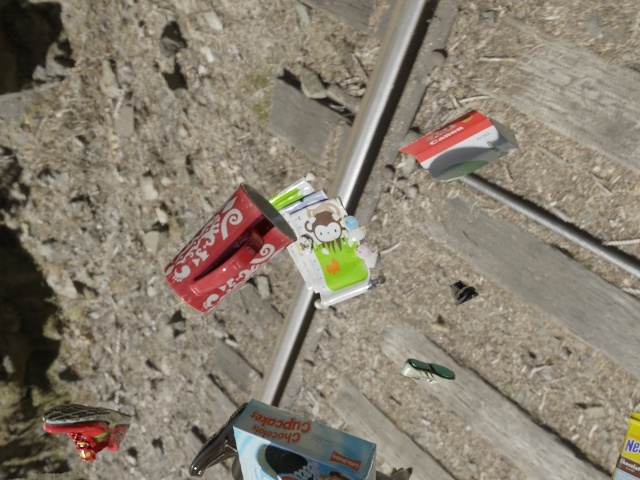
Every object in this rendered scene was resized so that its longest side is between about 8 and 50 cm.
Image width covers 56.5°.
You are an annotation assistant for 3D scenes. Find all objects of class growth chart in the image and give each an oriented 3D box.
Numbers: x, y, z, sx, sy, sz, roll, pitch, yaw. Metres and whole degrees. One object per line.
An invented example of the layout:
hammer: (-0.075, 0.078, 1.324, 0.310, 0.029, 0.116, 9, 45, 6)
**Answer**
growth chart: (0.000, 0.000, 1.021, 0.172, 0.021, 0.237, -35, 83, 33)

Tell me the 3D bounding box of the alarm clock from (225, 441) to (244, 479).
alarm clock: (-0.083, 0.419, 1.054, 0.192, 0.129, 0.064, 25, 99, 50)

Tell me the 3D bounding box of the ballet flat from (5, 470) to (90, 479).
ballet flat: (-0.510, 0.429, 0.880, 0.147, 0.409, 0.147, 1, 93, 20)

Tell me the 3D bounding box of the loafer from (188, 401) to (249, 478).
loafer: (-0.216, 0.473, 1.367, 0.078, 0.080, 0.220, 43, 99, -1)

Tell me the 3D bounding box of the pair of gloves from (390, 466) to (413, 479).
pair of gloves: (0.178, 0.787, 1.841, 0.042, 0.204, 0.240, 48, 133, -3)

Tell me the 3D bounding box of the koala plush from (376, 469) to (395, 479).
koala plush: (0.038, 0.525, 1.124, 0.221, 0.203, 0.196, 39, 95, -15)

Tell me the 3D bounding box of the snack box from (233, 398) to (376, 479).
snack box: (-0.016, 0.378, 0.866, 0.187, 0.060, 0.322, 13, 130, 21)

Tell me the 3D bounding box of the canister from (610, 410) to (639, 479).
canister: (0.681, 0.456, 1.226, 0.126, 0.073, 0.170, 14, 81, 51)

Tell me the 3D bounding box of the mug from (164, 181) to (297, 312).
mug: (-0.136, 0.013, 0.834, 0.169, 0.150, 0.113, -42, 79, 8)

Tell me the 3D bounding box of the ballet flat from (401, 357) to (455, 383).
ballet flat: (0.288, 0.358, 1.610, 0.052, 0.168, 0.057, -59, 25, 20)

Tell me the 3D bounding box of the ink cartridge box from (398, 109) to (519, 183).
ink cartridge box: (0.298, -0.193, 1.263, 0.181, 0.224, 0.056, -26, 75, 32)

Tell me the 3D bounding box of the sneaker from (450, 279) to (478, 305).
sneaker: (0.258, 0.093, 1.092, 0.109, 0.040, 0.044, 90, 158, -79)

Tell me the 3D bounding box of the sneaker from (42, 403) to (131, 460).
sneaker: (-0.531, 0.446, 1.372, 0.107, 0.279, 0.118, 7, 73, 20)
